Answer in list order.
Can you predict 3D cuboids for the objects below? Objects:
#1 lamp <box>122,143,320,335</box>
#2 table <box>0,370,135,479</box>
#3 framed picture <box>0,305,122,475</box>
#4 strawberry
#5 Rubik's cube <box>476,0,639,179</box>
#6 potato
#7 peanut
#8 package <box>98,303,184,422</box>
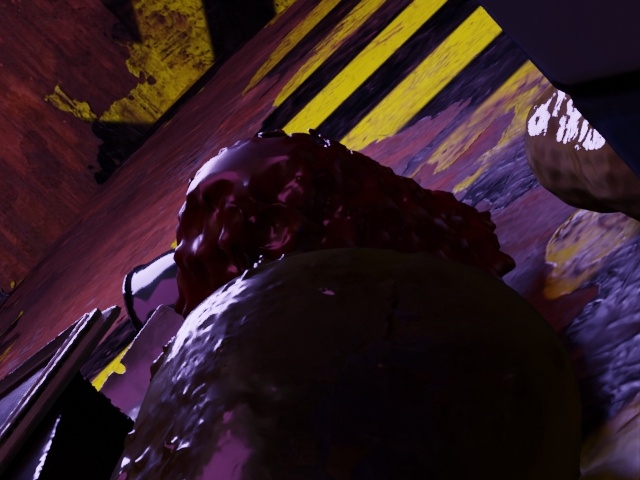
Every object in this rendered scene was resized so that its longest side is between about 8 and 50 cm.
[{"bbox_3d":[-0.026,0.012,1.344,0.227,0.147,0.172,-38,32,19],"label":"lamp"},{"bbox_3d":[-0.128,0.214,0.909,0.169,0.193,0.172,-43,13,12],"label":"table"},{"bbox_3d":[-0.236,0.153,0.969,0.273,0.016,0.216,-34,17,43],"label":"framed picture"},{"bbox_3d":[0.000,0.000,1.092,0.234,0.178,0.234,-18,38,15],"label":"strawberry"},{"bbox_3d":[0.250,-0.171,0.631,0.318,0.316,0.313,-50,14,-13],"label":"Rubik's cube"},{"bbox_3d":[0.003,0.128,0.763,0.173,0.210,0.307,108,-176,-49],"label":"potato"},{"bbox_3d":[0.191,-0.060,0.975,0.229,0.098,0.103,-163,90,-73],"label":"peanut"},{"bbox_3d":[-0.080,0.147,1.179,0.251,0.062,0.204,11,53,45],"label":"package"}]
